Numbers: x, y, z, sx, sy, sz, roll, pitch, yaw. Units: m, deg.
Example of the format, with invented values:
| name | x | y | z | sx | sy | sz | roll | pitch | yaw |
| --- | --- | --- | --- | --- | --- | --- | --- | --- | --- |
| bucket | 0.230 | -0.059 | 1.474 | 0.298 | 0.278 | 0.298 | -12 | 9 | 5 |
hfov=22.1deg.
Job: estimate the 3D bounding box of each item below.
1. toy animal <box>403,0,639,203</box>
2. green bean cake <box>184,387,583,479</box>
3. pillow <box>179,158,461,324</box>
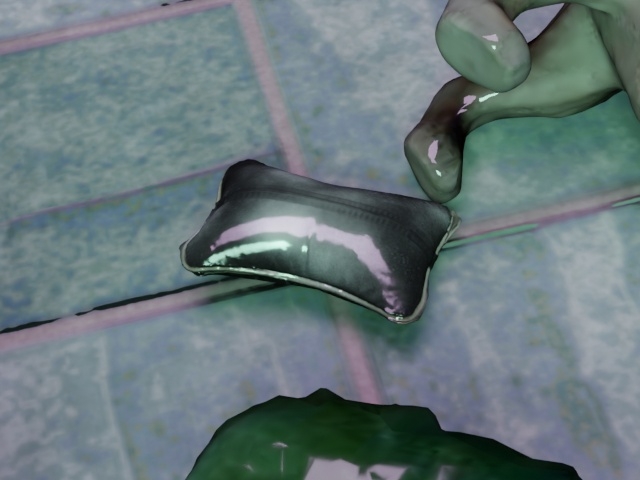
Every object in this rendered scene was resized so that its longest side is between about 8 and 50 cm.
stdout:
| name | x | y | z | sx | sy | sz | roll | pitch | yaw |
| --- | --- | --- | --- | --- | --- | --- | --- | --- | --- |
| toy animal | 0.246 | -0.091 | 0.835 | 0.302 | 0.194 | 0.344 | -39 | 59 | -20 |
| green bean cake | 0.053 | 0.233 | 0.528 | 0.308 | 0.169 | 0.300 | 22 | 65 | 18 |
| pillow | 0.000 | -0.002 | 0.874 | 0.135 | 0.055 | 0.091 | 12 | 18 | 14 |
